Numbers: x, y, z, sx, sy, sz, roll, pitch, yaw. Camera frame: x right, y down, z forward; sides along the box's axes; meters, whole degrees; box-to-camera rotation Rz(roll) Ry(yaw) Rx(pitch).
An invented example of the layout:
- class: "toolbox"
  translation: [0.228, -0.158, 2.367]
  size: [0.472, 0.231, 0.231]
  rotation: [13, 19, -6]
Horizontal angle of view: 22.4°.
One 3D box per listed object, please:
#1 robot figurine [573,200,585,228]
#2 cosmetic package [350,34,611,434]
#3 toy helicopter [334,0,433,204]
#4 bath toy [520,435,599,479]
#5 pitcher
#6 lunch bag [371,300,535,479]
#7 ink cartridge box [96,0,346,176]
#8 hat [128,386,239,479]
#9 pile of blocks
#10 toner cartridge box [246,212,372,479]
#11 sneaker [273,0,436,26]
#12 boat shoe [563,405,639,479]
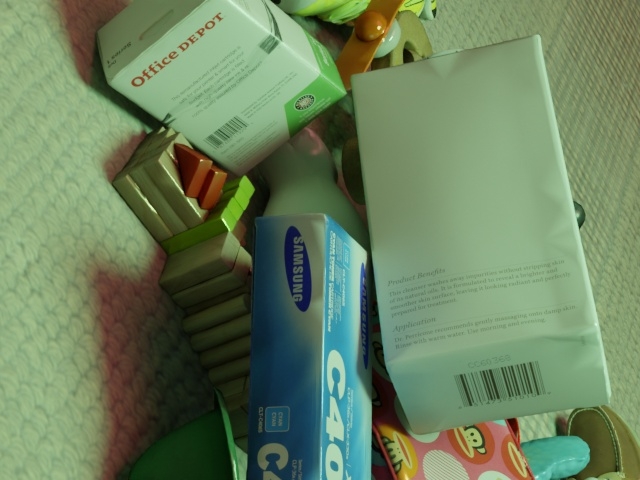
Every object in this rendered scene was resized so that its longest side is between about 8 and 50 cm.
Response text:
- class: "robot figurine"
  translation: [0.193, -0.010, 1.979]
  size: [0.173, 0.278, 0.209]
  rotation: [44, 51, 13]
- class: "cosmetic package"
  translation: [0.162, -0.012, 1.684]
  size: [0.156, 0.217, 0.385]
  rotation: [68, 15, -51]
- class: "toy helicopter"
  translation: [0.086, -0.173, 1.986]
  size: [0.355, 0.140, 0.235]
  rotation: [-66, 143, -53]
- class: "bath toy"
  translation: [0.315, 0.426, 2.032]
  size: [0.129, 0.151, 0.348]
  rotation: [-56, 127, -69]
- class: "pitcher"
  translation: [0.000, 0.000, 1.830]
  size: [0.178, 0.125, 0.207]
  rotation: [49, 23, -43]
- class: "lunch bag"
  translation: [0.109, 0.202, 1.746]
  size: [0.258, 0.120, 0.293]
  rotation: [-4, 61, -41]
- class: "ink cartridge box"
  translation: [-0.106, -0.187, 1.718]
  size: [0.219, 0.160, 0.092]
  rotation: [36, 25, -43]
- class: "hat"
  translation: [-0.169, 0.233, 1.497]
  size: [0.208, 0.183, 0.173]
  rotation: [107, -26, -73]
- class: "pile of blocks"
  translation: [-0.080, 0.040, 1.673]
  size: [0.149, 0.113, 0.362]
  rotation: [-23, 92, -60]
- class: "toner cartridge box"
  translation: [-0.007, 0.163, 1.526]
  size: [0.165, 0.075, 0.348]
  rotation: [43, 45, -67]
- class: "sneaker"
  translation: [0.067, -0.335, 2.122]
  size: [0.385, 0.145, 0.147]
  rotation: [-30, 97, -58]
- class: "boat shoe"
  translation: [0.385, 0.370, 2.199]
  size: [0.116, 0.123, 0.324]
  rotation: [26, 49, -47]
